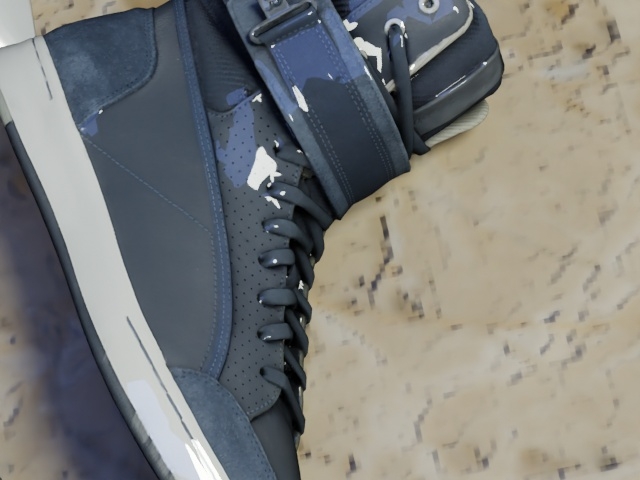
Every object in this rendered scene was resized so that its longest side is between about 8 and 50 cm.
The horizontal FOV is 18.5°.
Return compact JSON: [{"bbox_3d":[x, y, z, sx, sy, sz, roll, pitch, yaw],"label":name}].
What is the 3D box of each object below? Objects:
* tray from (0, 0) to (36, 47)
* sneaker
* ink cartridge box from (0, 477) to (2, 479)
[{"bbox_3d":[-0.196,-0.169,0.756,0.145,0.030,0.270,-10,65,-3],"label":"tray"},{"bbox_3d":[0.000,-0.001,0.635,0.163,0.086,0.226,-22,65,-4],"label":"sneaker"},{"bbox_3d":[-0.161,0.160,0.507,0.307,0.129,0.223,43,98,20],"label":"ink cartridge box"}]
